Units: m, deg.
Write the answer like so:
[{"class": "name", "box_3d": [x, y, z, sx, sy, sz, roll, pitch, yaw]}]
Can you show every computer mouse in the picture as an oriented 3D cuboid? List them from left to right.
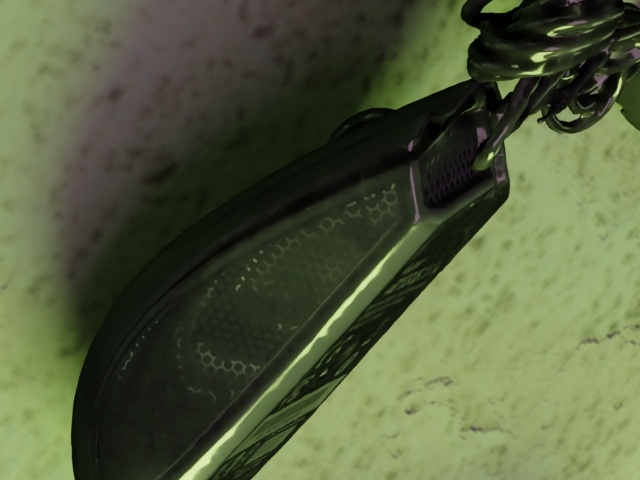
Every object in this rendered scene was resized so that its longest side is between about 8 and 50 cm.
[{"class": "computer mouse", "box_3d": [0.000, 0.000, 0.579, 0.072, 0.188, 0.272, 44, 102, 9]}]

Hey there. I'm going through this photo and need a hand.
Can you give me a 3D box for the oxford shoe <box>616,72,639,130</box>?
[{"class": "oxford shoe", "box_3d": [0.228, -0.029, 0.688, 0.227, 0.096, 0.083, 13, 106, -33]}]
